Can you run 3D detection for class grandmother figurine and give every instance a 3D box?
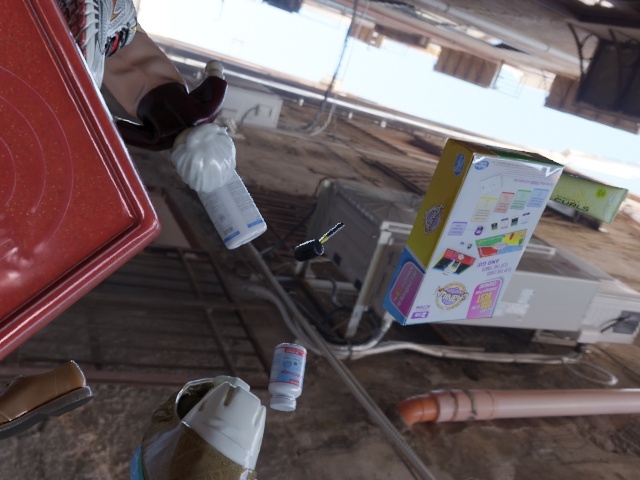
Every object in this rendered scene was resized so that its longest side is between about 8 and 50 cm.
[{"bbox_3d":[-0.228,-0.201,0.914,0.208,0.104,0.342,-36,-118,-5],"label":"grandmother figurine"}]

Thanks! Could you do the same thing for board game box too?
[{"bbox_3d":[0.263,-0.006,1.073,0.064,0.242,0.316,43,-58,46],"label":"board game box"}]

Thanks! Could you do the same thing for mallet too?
[{"bbox_3d":[0.000,0.000,1.421,0.062,0.190,0.039,-22,-81,27],"label":"mallet"}]

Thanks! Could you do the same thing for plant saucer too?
[{"bbox_3d":[-0.221,-0.039,0.370,0.048,0.259,0.258,7,-51,36],"label":"plant saucer"}]

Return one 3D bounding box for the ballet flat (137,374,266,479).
[{"bbox_3d":[-0.116,0.203,0.652,0.124,0.116,0.342,-53,-173,-11],"label":"ballet flat"}]

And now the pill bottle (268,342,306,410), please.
[{"bbox_3d":[-0.088,0.356,1.612,0.087,0.087,0.160,-36,-141,51],"label":"pill bottle"}]

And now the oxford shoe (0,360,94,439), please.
[{"bbox_3d":[-0.442,0.238,0.887,0.076,0.212,0.076,62,-23,12],"label":"oxford shoe"}]

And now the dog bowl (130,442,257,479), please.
[{"bbox_3d":[-0.181,0.410,0.977,0.074,0.297,0.166,-33,-162,16],"label":"dog bowl"}]

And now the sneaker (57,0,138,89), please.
[{"bbox_3d":[-0.239,-0.237,0.674,0.088,0.093,0.225,-32,-131,31],"label":"sneaker"}]

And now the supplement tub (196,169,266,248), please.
[{"bbox_3d":[-0.136,-0.047,0.946,0.071,0.071,0.107,-31,-93,53],"label":"supplement tub"}]

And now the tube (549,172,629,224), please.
[{"bbox_3d":[0.557,-0.115,1.401,0.070,0.240,0.062,82,29,-71],"label":"tube"}]
